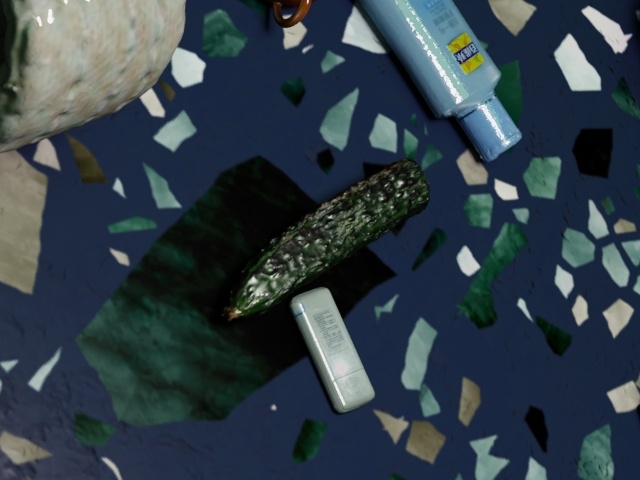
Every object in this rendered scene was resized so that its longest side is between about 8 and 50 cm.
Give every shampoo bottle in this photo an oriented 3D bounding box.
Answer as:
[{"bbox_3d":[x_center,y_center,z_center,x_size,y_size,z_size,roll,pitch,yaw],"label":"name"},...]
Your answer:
[{"bbox_3d":[0.131,-0.205,2.068,0.104,0.061,0.258,-36,94,-41],"label":"shampoo bottle"}]

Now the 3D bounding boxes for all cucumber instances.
[{"bbox_3d":[0.000,0.000,1.869,0.293,0.067,0.067,-32,91,-40],"label":"cucumber"}]

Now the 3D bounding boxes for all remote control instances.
[{"bbox_3d":[0.012,0.107,1.859,0.053,0.018,0.124,-20,83,-43],"label":"remote control"}]

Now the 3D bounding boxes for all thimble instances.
[{"bbox_3d":[-0.264,-0.227,1.620,0.195,0.291,0.291,-31,90,-43],"label":"thimble"}]

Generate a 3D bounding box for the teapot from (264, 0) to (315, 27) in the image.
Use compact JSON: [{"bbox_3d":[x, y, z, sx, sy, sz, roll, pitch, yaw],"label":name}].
[{"bbox_3d":[-0.022,-0.299,1.961,0.116,0.116,0.173,19,60,-30],"label":"teapot"}]
